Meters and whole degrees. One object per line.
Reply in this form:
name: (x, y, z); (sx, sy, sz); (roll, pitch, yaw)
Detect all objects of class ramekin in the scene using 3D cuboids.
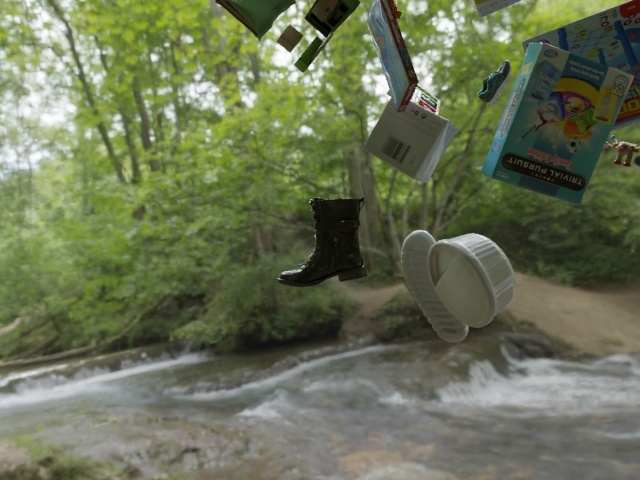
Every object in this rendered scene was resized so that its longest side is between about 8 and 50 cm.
ramekin: (0.441, 0.103, 1.803); (0.127, 0.272, 0.273); (-26, -1, -20)

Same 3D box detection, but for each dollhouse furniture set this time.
dollhouse furniture set: (-0.088, -0.616, 1.602); (0.197, 0.301, 0.151); (-57, 13, -24)

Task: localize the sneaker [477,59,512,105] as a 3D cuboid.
sneaker: (0.615, -0.565, 2.211); (0.076, 0.166, 0.065); (19, 14, -19)

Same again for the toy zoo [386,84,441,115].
toy zoo: (0.320, -0.479, 2.117); (0.030, 0.192, 0.293); (-53, 7, 30)

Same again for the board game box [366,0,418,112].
board game box: (0.180, -0.485, 1.590); (0.027, 0.281, 0.145); (-13, -15, -11)

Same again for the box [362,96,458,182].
box: (0.249, -0.281, 1.718); (0.182, 0.181, 0.119); (-61, -23, 12)

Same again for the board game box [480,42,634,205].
board game box: (0.581, -0.283, 1.544); (0.254, 0.336, 0.079); (15, 14, -11)

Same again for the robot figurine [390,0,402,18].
robot figurine: (0.242, -0.854, 2.073); (0.085, 0.291, 0.211); (16, -50, -10)

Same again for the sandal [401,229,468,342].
sandal: (0.396, 0.154, 2.159); (0.169, 0.416, 0.102); (-13, 12, 37)

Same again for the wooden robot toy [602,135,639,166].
wooden robot toy: (0.846, -0.241, 1.718); (0.173, 0.076, 0.079); (21, 19, 35)

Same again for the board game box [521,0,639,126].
board game box: (0.735, -0.439, 1.673); (0.308, 0.301, 0.086); (-16, -5, 26)

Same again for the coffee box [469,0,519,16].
coffee box: (0.487, -0.864, 1.621); (0.338, 0.338, 0.334); (-21, -43, 13)

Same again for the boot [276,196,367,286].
boot: (0.000, 0.000, 1.653); (0.263, 0.228, 0.091); (-9, 1, 2)
